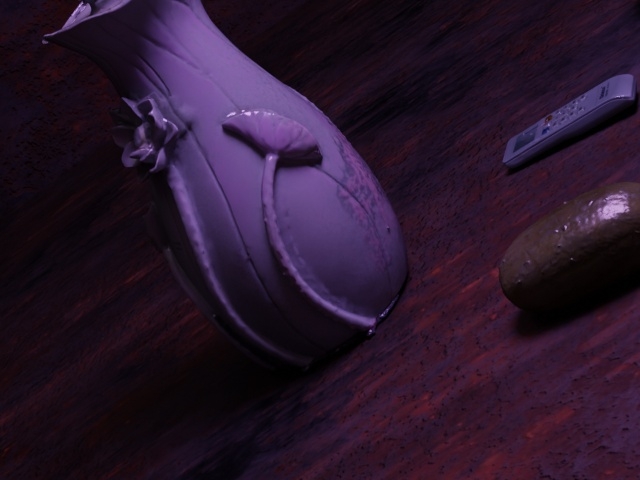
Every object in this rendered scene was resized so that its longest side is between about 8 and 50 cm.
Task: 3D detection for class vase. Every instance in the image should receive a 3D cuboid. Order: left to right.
[{"bbox_3d":[-0.095,-0.094,1.434,0.250,0.445,0.250,-31,18,11],"label":"vase"}]

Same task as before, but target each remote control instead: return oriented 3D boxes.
[{"bbox_3d":[0.275,-0.129,1.516,0.162,0.029,0.061,-31,16,30],"label":"remote control"}]

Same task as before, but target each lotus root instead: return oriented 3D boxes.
[{"bbox_3d":[0.236,-0.001,1.187,0.183,0.077,0.090,-29,20,26],"label":"lotus root"}]
